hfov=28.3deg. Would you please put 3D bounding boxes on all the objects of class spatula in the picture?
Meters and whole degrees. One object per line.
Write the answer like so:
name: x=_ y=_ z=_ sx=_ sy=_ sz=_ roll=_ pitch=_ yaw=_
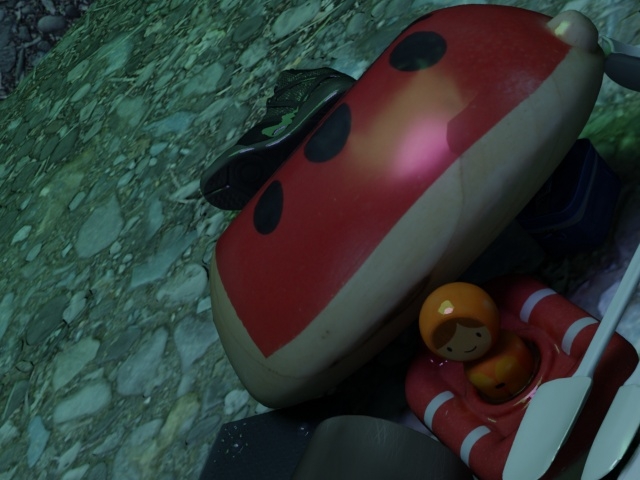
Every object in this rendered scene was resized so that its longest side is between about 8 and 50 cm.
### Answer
spatula: x=0.214 y=0.055 z=0.807 sx=0.168 sy=0.019 sz=0.242 roll=-23 pitch=31 yaw=59

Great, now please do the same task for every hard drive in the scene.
hard drive: x=-0.054 y=0.258 z=1.079 sx=0.172 sy=0.054 sz=0.254 roll=-21 pitch=37 yaw=37

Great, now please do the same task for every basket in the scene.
basket: x=0.015 y=0.252 z=0.893 sx=0.204 sy=0.154 sz=0.226 roll=-29 pitch=30 yaw=51

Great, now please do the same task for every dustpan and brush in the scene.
dustpan and brush: x=0.298 y=-0.158 z=1.107 sx=0.211 sy=0.147 sz=0.060 roll=139 pitch=141 yaw=-85

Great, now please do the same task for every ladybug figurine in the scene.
ladybug figurine: x=0.054 y=-0.042 z=1.085 sx=0.449 sy=0.162 sz=0.305 roll=-46 pitch=5 yaw=25

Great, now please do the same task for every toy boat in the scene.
toy boat: x=0.131 y=0.089 z=0.949 sx=0.151 sy=0.151 sz=0.231 roll=-47 pitch=29 yaw=-2

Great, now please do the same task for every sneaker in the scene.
sneaker: x=-0.048 y=-0.127 z=1.525 sx=0.227 sy=0.087 sz=0.130 roll=-38 pitch=28 yaw=8

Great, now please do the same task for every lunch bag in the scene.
lunch bag: x=0.209 y=-0.037 z=1.093 sx=0.067 sy=0.065 sz=0.098 roll=-16 pitch=41 yaw=43

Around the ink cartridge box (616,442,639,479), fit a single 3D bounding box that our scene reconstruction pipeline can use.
ink cartridge box: x=0.327 y=0.127 z=0.683 sx=0.198 sy=0.115 sz=0.273 roll=-53 pitch=29 yaw=-13
